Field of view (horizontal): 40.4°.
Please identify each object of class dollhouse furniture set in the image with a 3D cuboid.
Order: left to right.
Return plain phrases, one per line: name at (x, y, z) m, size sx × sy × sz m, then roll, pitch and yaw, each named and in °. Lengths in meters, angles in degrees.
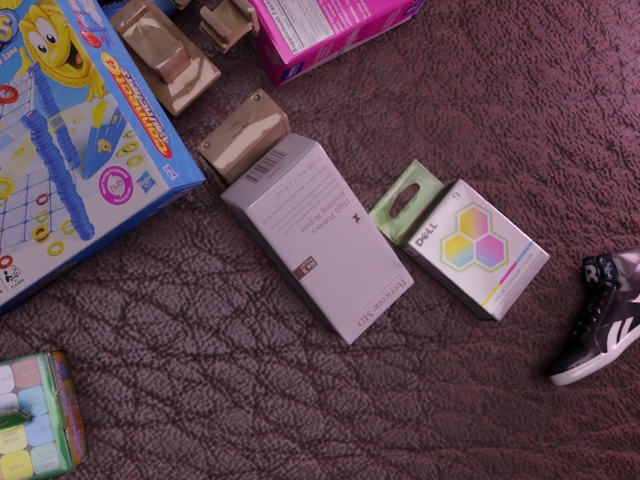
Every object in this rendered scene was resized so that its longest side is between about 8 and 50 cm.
dollhouse furniture set at (-0.152, -0.178, 1.029) m, size 0.212 × 0.161 × 0.242 m, roll -43°, pitch 84°, yaw -4°

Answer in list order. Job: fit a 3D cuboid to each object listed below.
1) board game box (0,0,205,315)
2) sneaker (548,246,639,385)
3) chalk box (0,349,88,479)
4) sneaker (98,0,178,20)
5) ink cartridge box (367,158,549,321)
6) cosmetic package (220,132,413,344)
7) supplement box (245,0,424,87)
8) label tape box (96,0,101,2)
board game box at (-0.330, -0.110, 0.926) m, size 0.308 × 0.086 × 0.302 m, roll -32°, pitch 90°, yaw 19°
sneaker at (0.354, 0.087, 1.125) m, size 0.216 × 0.079 × 0.121 m, roll -30°, pitch 86°, yaw -19°
chalk box at (-0.334, 0.195, 0.927) m, size 0.132 × 0.213 × 0.132 m, roll -13°, pitch 86°, yaw -10°
sneaker at (-0.248, -0.260, 1.072) m, size 0.209 × 0.069 × 0.082 m, roll -28°, pitch 125°, yaw -20°
ink cartridge box at (0.173, -0.004, 1.106) m, size 0.209 × 0.062 × 0.109 m, roll 41°, pitch 80°, yaw -3°
cosmetic package at (0.000, 0.000, 1.017) m, size 0.117 × 0.085 × 0.231 m, roll -44°, pitch 120°, yaw -9°
supplement box at (0.016, -0.299, 1.087) m, size 0.220 × 0.111 × 0.114 m, roll -28°, pitch 90°, yaw -10°
label tape box at (-0.263, -0.405, 0.978) m, size 0.347 × 0.249 × 0.115 m, roll -18°, pitch 51°, yaw -10°
